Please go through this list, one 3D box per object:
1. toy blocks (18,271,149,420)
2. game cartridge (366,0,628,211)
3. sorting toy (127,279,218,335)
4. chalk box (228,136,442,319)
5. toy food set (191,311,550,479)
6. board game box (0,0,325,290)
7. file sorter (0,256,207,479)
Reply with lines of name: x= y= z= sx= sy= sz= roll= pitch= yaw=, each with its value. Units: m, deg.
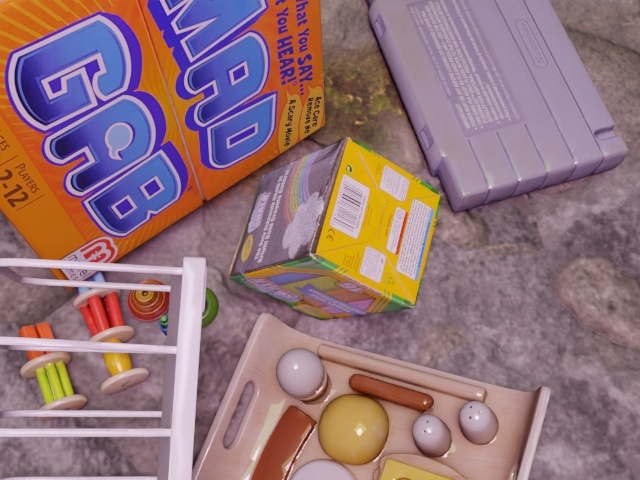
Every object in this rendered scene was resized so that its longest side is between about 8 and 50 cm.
toy blocks: x=-0.265 y=0.100 z=0.775 sx=0.123 sy=0.054 sz=0.148 roll=-22 pitch=70 yaw=-11
game cartridge: x=0.206 y=-0.222 z=0.921 sx=0.230 sy=0.068 sz=0.355 roll=-17 pitch=70 yaw=-4
sorting toy: x=-0.165 y=0.071 z=0.796 sx=0.102 sy=0.042 sz=0.061 roll=4 pitch=68 yaw=0
chalk box: x=0.000 y=0.000 z=0.765 sx=0.132 sy=0.213 sz=0.132 roll=27 pitch=68 yaw=-27
toy food set: x=0.038 y=0.202 z=0.685 sx=0.306 sy=0.092 sz=0.220 roll=11 pitch=66 yaw=25
board game box: x=-0.243 y=-0.244 z=0.730 sx=0.356 sy=0.356 sz=0.356 roll=-35 pitch=66 yaw=-16
file sorter: x=-0.202 y=0.157 z=0.630 sx=0.173 sy=0.193 sz=0.278 roll=5 pitch=80 yaw=-15
